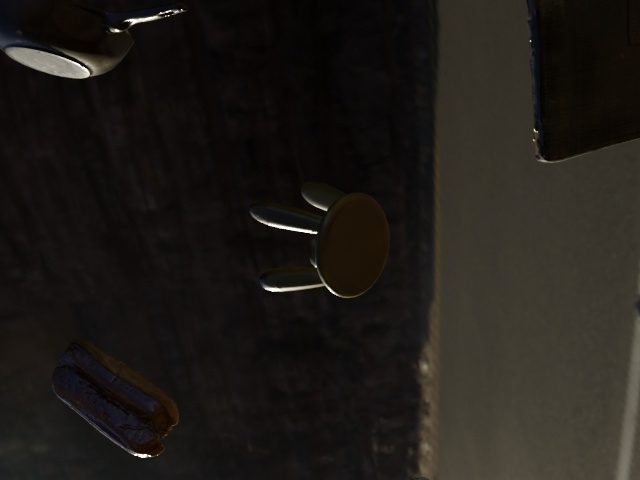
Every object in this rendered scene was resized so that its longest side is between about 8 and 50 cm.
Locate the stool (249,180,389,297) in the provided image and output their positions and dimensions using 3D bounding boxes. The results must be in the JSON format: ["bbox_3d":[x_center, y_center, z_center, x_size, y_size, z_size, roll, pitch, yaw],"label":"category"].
[{"bbox_3d":[0.000,0.000,1.133,0.135,0.110,0.134,39,-111,-44],"label":"stool"}]

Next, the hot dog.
[{"bbox_3d":[-0.214,0.160,1.080,0.165,0.071,0.045,28,-172,31],"label":"hot dog"}]

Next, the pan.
[{"bbox_3d":[-0.215,-0.179,0.897,0.202,0.128,0.048,-3,74,58],"label":"pan"}]

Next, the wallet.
[{"bbox_3d":[0.320,-0.256,1.255,0.044,0.169,0.317,-137,33,-60],"label":"wallet"}]

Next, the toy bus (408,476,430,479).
[{"bbox_3d":[0.016,0.328,0.993,0.133,0.271,0.165,53,-140,-9],"label":"toy bus"}]
